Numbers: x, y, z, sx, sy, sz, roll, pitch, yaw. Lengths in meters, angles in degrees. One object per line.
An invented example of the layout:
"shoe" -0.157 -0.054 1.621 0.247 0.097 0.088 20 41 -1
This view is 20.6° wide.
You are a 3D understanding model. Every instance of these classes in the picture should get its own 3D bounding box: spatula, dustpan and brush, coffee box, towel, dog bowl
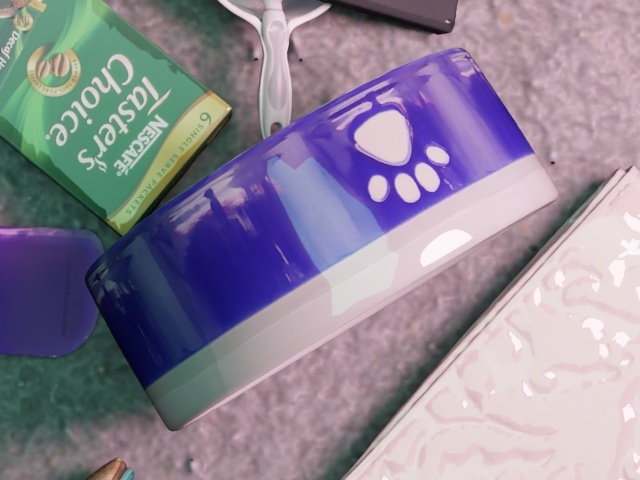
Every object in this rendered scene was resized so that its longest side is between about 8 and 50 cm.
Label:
"spatula" -0.288 0.027 1.117 0.296 0.030 0.084 3 89 -5
"dustpan and brush" -0.032 -0.165 1.127 0.147 0.060 0.211 1 97 -20
"coffee box" -0.159 -0.099 1.130 0.184 0.040 0.113 41 84 -1
"towel" 0.213 0.173 1.138 0.332 0.053 0.317 44 85 0
"dog bowl" 0.000 0.000 1.025 0.265 0.265 0.104 -31 87 -6

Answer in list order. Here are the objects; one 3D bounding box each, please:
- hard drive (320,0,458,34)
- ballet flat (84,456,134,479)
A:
"hard drive" 0.035 -0.192 1.128 0.135 0.022 0.094 11 84 -33
"ballet flat" -0.174 0.229 1.098 0.067 0.073 0.206 14 82 11
